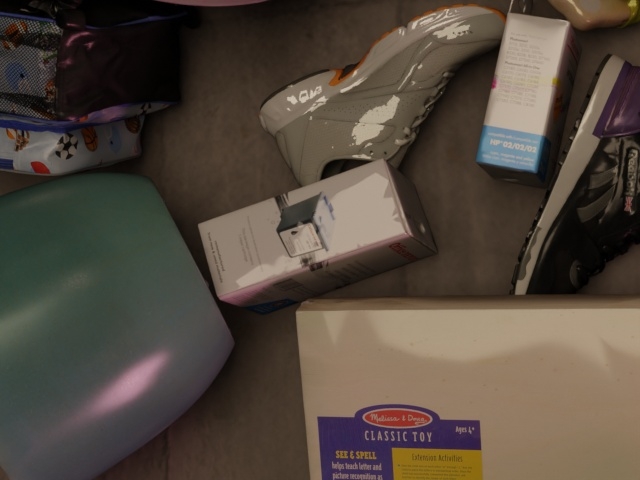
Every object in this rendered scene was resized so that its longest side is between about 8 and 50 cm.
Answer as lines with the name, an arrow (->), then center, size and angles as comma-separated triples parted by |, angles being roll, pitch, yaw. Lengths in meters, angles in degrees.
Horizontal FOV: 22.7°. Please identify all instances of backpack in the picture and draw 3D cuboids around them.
backpack -> -0.292, -0.176, 1.572 | 0.263, 0.276, 0.213 | 16, 101, 20

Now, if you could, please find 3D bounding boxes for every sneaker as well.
sneaker -> 0.267, -0.023, 1.468 | 0.124, 0.107, 0.283 | 23, 90, 11
sneaker -> 0.076, -0.130, 1.540 | 0.262, 0.099, 0.121 | -27, 79, 18

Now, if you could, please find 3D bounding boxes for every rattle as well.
rattle -> 0.251, -0.305, 1.480 | 0.130, 0.143, 0.200 | -16, 72, -4

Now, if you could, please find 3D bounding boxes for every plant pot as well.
plant pot -> -0.222, 0.072, 1.503 | 0.235, 0.293, 0.293 | -27, 77, -5

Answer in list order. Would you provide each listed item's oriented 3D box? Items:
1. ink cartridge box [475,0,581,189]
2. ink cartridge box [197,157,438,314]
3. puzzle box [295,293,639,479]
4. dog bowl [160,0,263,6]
ink cartridge box -> 0.201, -0.147, 1.497 | 0.061, 0.104, 0.181 | 11, 87, 16
ink cartridge box -> 0.000, 0.000, 1.516 | 0.190, 0.139, 0.082 | -21, 76, 11
puzzle box -> 0.186, 0.182, 1.442 | 0.408, 0.052, 0.272 | 0, 105, 15
dog bowl -> -0.138, -0.342, 1.513 | 0.348, 0.349, 0.102 | 29, 129, 17
